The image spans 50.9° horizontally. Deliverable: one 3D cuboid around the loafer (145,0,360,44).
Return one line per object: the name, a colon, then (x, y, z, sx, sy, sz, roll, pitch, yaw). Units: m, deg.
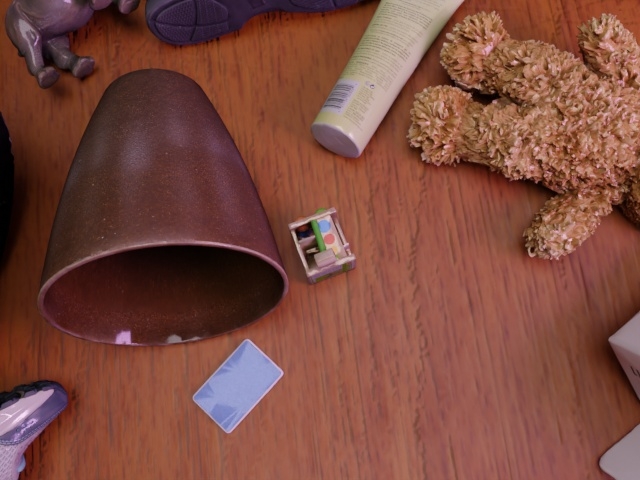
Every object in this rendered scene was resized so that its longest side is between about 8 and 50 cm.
loafer: (-0.053, -0.308, 0.744, 0.303, 0.109, 0.095, -14, 67, 5)

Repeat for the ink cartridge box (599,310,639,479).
ink cartridge box: (0.405, 0.093, 0.563, 0.353, 0.207, 0.119, -40, 116, -7)

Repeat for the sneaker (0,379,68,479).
sneaker: (-0.342, 0.253, 0.628, 0.283, 0.110, 0.122, -44, 104, -24)

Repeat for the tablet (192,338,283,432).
tablet: (-0.084, 0.148, 0.686, 0.054, 0.006, 0.083, 41, 83, 11)

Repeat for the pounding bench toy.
pounding bench toy: (0.000, 0.000, 0.677, 0.052, 0.083, 0.065, -21, 77, -2)

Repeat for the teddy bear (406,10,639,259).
teddy bear: (0.258, -0.110, 0.678, 0.338, 0.113, 0.245, 43, 84, 11)

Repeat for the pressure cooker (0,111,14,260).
pressure cooker: (-0.524, -0.030, 0.537, 0.421, 0.375, 0.369, 16, 118, -3)

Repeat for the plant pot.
plant pot: (-0.153, -0.045, 0.649, 0.216, 0.215, 0.230, -10, 63, 0)

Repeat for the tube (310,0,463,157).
tube: (0.074, -0.201, 0.739, 0.070, 0.062, 0.240, 37, 73, -25)

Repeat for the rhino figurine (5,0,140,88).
rhino figurine: (-0.257, -0.289, 0.739, 0.106, 0.073, 0.243, 44, 101, 14)
